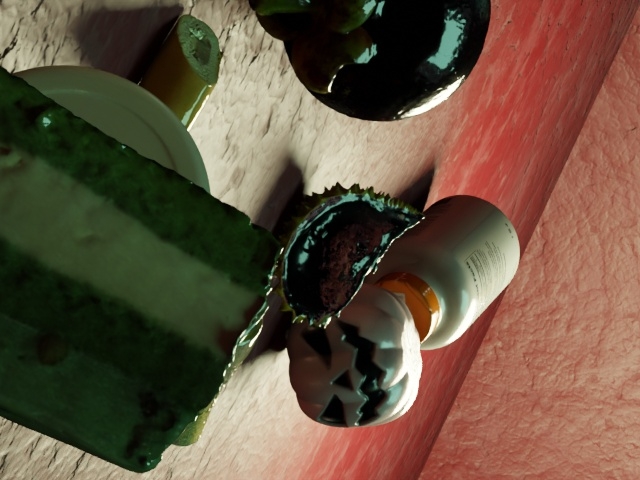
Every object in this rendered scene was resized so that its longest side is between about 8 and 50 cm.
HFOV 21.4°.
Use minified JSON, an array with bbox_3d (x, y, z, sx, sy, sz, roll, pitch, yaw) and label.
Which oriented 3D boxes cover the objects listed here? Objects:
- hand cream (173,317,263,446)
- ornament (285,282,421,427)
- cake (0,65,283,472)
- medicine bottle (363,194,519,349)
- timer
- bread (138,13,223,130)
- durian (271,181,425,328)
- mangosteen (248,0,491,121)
[{"bbox_3d":[-0.118,0.128,1.649,0.084,0.084,0.203,-50,167,-43],"label":"hand cream"},{"bbox_3d":[0.032,0.138,2.006,0.177,0.177,0.177,-56,164,-26],"label":"ornament"},{"bbox_3d":[-0.170,-0.003,0.857,0.158,0.283,0.172,-61,-178,-9],"label":"cake"},{"bbox_3d":[0.154,0.050,2.279,0.288,0.157,0.157,-38,151,-59],"label":"medicine bottle"},{"bbox_3d":[-0.179,0.013,1.139,0.175,0.175,0.266,-58,-179,-22],"label":"timer"},{"bbox_3d":[-0.104,-0.127,1.280,0.103,0.049,0.062,-62,-161,-12],"label":"bread"},{"bbox_3d":[-0.001,0.000,1.834,0.187,0.119,0.108,-49,-159,-11],"label":"durian"},{"bbox_3d":[0.037,-0.201,1.431,0.230,0.194,0.194,10,108,-48],"label":"mangosteen"}]
